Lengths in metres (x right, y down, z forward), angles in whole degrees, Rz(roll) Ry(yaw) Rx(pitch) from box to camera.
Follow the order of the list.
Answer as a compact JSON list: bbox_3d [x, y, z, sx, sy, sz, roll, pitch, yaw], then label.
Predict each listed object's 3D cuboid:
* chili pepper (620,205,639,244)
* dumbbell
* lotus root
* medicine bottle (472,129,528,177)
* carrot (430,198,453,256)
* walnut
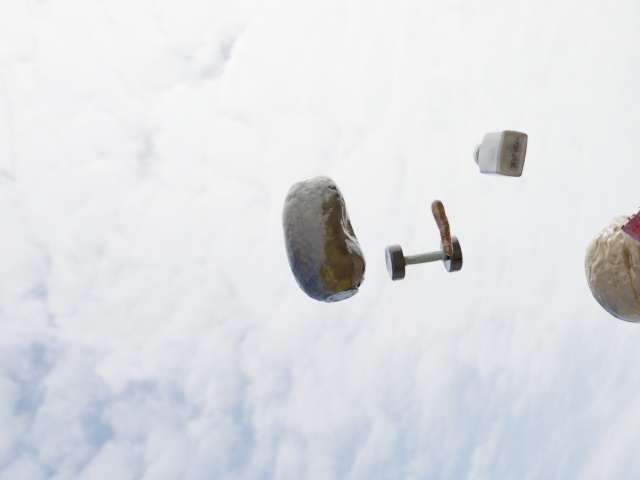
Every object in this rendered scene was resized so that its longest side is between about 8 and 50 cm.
[{"bbox_3d":[0.661,-0.003,1.612,0.073,0.123,0.070,-36,-31,9],"label":"chili pepper"},{"bbox_3d":[0.271,0.046,2.143,0.100,0.191,0.100,172,90,-86],"label":"dumbbell"},{"bbox_3d":[0.000,0.000,1.656,0.152,0.275,0.160,-17,-29,-4],"label":"lotus root"},{"bbox_3d":[0.517,-0.251,2.360,0.088,0.188,0.132,7,-86,-12],"label":"medicine bottle"},{"bbox_3d":[0.305,-0.032,2.019,0.035,0.035,0.165,43,-150,-56],"label":"carrot"},{"bbox_3d":[0.897,0.075,2.308,0.252,0.277,0.313,4,-117,-45],"label":"walnut"}]
